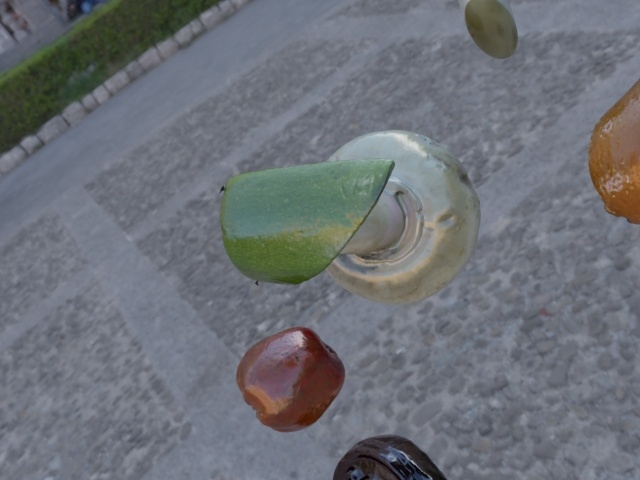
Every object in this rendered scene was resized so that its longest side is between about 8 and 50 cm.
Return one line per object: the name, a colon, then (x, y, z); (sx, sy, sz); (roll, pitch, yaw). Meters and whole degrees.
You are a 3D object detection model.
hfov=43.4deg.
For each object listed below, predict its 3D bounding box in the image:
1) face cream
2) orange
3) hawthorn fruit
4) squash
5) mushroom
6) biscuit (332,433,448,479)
face cream: (0.270, -0.509, 1.451); (0.081, 0.173, 0.349); (-20, 67, 23)
orange: (0.574, -0.166, 1.222); (0.274, 0.274, 0.310); (-10, 14, 43)
hawthorn fruit: (-0.049, 0.237, 1.383); (0.189, 0.189, 0.189); (-29, 26, 15)
squash: (0.000, 0.000, 1.085); (0.288, 0.203, 0.111); (0, 52, 37)
mushroom: (0.099, -0.027, 1.437); (0.356, 0.315, 0.315); (-25, 22, -14)
biscuit: (0.134, 0.568, 1.490); (0.091, 0.408, 0.407); (-4, 9, -30)
